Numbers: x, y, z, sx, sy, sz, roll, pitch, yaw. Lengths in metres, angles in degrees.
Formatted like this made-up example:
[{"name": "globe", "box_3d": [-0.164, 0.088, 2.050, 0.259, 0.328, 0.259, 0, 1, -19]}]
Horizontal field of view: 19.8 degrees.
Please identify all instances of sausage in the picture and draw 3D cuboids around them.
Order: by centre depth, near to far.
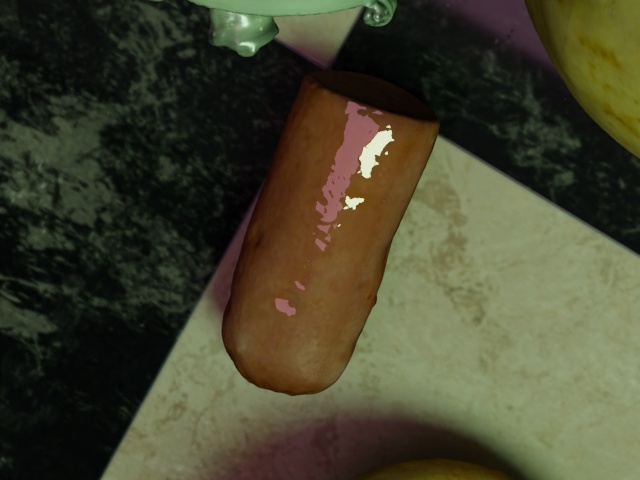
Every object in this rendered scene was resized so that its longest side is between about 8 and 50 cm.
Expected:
[{"name": "sausage", "box_3d": [0.000, 0.000, 1.405, 0.113, 0.113, 0.259, 23, 113, 6]}]

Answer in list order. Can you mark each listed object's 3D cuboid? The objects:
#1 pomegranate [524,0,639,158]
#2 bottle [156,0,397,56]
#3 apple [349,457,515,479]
[{"name": "pomegranate", "box_3d": [0.281, -0.186, 1.161, 0.342, 0.342, 0.343, 5, 111, 14]}, {"name": "bottle", "box_3d": [-0.015, -0.292, 1.183, 0.229, 0.229, 0.352, 4, 111, 15]}, {"name": "apple", "box_3d": [0.069, 0.329, 1.415, 0.299, 0.299, 0.275, 30, 139, 3]}]
